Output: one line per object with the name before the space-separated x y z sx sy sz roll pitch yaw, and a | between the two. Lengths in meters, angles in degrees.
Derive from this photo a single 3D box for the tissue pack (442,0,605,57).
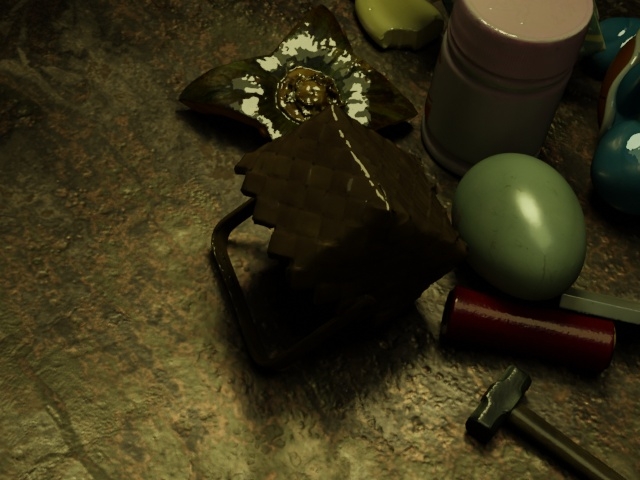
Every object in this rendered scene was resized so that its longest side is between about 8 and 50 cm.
tissue pack | 0.302 -0.415 1.971 0.228 0.311 0.128 -14 45 18

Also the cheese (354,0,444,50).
cheese | 0.090 -0.417 2.145 0.127 0.050 0.255 -35 64 -27

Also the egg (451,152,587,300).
egg | 0.287 -0.018 1.783 0.182 0.183 0.264 -6 37 -13

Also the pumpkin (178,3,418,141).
pumpkin | -0.030 -0.220 1.953 0.290 0.095 0.258 -37 78 -19

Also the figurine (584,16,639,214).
figurine | 0.537 -0.238 1.976 0.243 0.298 0.416 -15 46 24

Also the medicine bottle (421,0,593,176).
medicine bottle | 0.276 -0.259 1.887 0.202 0.316 0.202 4 54 -6

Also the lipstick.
lipstick | 0.293 0.125 1.754 0.241 0.080 0.080 12 53 1

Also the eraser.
eraser | 0.412 0.094 1.788 0.150 0.104 0.023 13 98 3

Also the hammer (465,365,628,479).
hammer | 0.368 0.311 1.652 0.365 0.043 0.111 35 56 16

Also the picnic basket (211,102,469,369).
picnic basket | 0.000 0.000 1.699 0.321 0.291 0.254 -36 58 20
